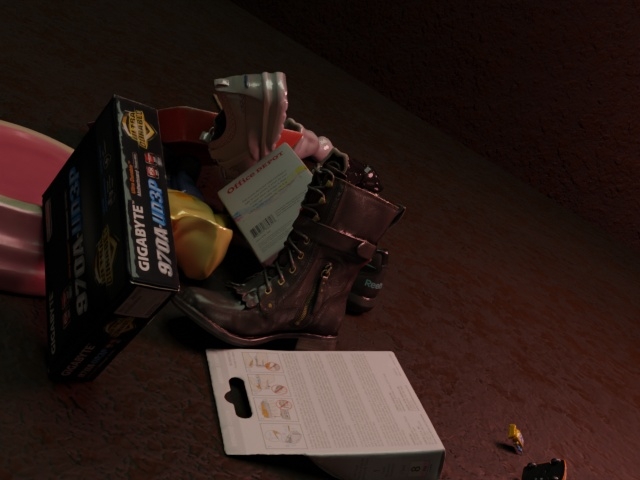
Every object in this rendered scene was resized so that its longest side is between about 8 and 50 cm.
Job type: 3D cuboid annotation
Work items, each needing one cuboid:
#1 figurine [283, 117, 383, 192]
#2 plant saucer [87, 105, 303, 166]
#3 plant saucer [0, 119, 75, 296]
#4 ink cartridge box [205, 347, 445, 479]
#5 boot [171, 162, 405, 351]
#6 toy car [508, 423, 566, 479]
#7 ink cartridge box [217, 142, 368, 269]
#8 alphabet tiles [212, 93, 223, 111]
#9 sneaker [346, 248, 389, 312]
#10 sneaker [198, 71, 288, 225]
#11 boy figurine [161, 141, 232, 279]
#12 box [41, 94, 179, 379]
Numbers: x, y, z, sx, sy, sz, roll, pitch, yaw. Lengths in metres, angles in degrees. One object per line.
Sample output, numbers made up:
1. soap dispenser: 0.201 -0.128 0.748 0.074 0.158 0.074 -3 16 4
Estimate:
1. figurine: 0.018 -0.171 1.864 0.214 0.092 0.209 36 13 26
2. plant saucer: -0.205 -0.162 1.420 0.259 0.048 0.258 -1 -5 42
3. plant saucer: -0.369 -0.058 1.026 0.332 0.084 0.332 24 18 -9
4. ink cartridge box: -0.003 0.191 0.954 0.232 0.066 0.189 -1 27 -14
5. boot: -0.035 0.014 1.047 0.262 0.229 0.091 14 12 -39
6. toy car: 0.275 0.273 1.081 0.041 0.060 0.122 55 17 -22
7. ink cartridge box: -0.039 -0.022 1.224 0.176 0.128 0.127 55 2 43
8. alphabet tiles: -0.127 -0.266 2.016 0.237 0.009 0.198 19 20 -25
9. sneaker: 0.000 0.000 1.342 0.267 0.106 0.101 36 22 27
10. sneaker: -0.126 -0.139 1.298 0.115 0.281 0.105 5 42 -11
11. boy figurine: -0.198 -0.043 1.208 0.177 0.092 0.285 23 16 -28
12. box: -0.209 -0.002 0.838 0.051 0.175 0.220 15 48 -36
